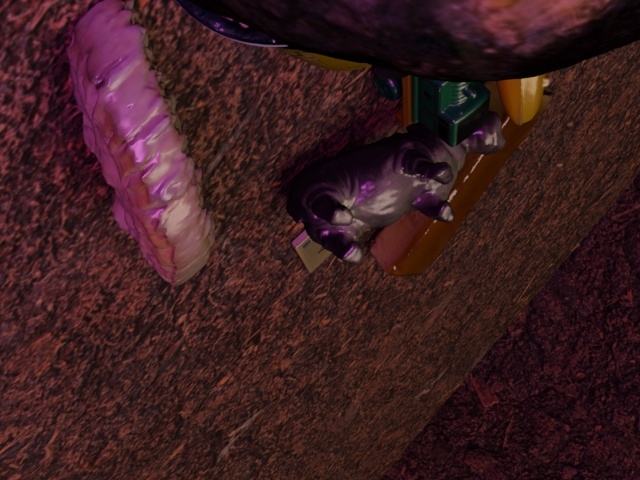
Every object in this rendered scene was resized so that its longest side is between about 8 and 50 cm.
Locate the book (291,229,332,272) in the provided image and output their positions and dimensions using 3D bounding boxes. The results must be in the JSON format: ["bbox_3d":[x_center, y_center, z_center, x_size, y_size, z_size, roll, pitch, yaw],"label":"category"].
[{"bbox_3d":[0.000,0.000,1.520,0.077,0.014,0.111,-43,158,-7],"label":"book"}]

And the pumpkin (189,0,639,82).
[{"bbox_3d":[0.066,-0.291,0.519,0.454,0.454,0.344,-47,163,1],"label":"pumpkin"}]

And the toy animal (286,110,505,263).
[{"bbox_3d":[0.116,-0.092,1.362,0.343,0.168,0.106,-34,130,-28],"label":"toy animal"}]

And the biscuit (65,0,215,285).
[{"bbox_3d":[-0.149,-0.058,0.935,0.084,0.179,0.281,-20,146,-9],"label":"biscuit"}]

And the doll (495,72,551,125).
[{"bbox_3d":[0.235,-0.259,1.271,0.237,0.111,0.252,-85,168,-58],"label":"doll"}]

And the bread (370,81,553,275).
[{"bbox_3d":[0.208,-0.096,1.661,0.361,0.077,0.138,-56,158,23],"label":"bread"}]

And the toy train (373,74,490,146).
[{"bbox_3d":[0.136,-0.197,1.257,0.091,0.136,0.227,-41,160,-14],"label":"toy train"}]

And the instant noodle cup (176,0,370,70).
[{"bbox_3d":[-0.001,-0.235,0.867,0.215,0.215,0.236,-49,168,6],"label":"instant noodle cup"}]
